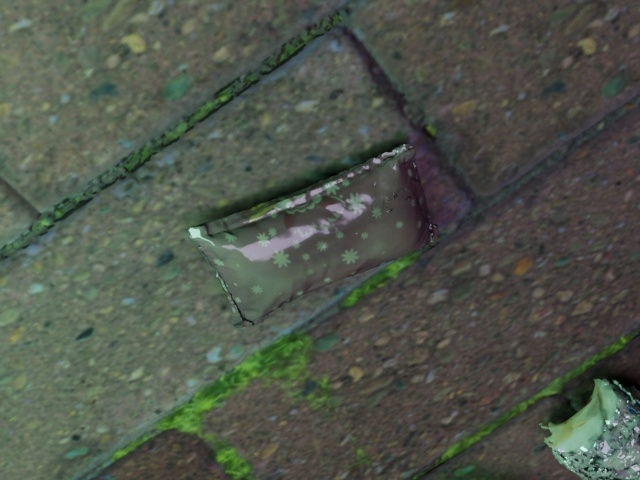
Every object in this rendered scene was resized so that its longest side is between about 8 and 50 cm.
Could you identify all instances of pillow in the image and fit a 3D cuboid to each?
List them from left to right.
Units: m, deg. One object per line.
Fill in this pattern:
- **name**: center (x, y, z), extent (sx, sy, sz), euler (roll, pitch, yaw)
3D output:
- **pillow**: center (0.000, 0.000, 1.402), extent (0.185, 0.043, 0.118), euler (-23, 134, -5)

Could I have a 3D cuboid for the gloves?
- **gloves**: center (0.279, 0.191, 1.691), extent (0.114, 0.070, 0.153), euler (-45, 135, 17)
